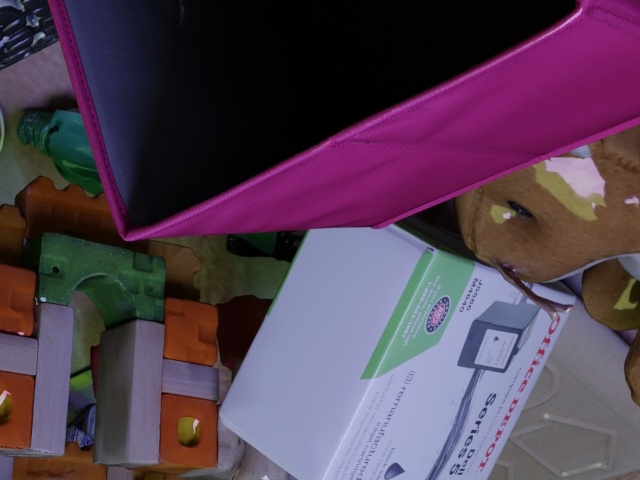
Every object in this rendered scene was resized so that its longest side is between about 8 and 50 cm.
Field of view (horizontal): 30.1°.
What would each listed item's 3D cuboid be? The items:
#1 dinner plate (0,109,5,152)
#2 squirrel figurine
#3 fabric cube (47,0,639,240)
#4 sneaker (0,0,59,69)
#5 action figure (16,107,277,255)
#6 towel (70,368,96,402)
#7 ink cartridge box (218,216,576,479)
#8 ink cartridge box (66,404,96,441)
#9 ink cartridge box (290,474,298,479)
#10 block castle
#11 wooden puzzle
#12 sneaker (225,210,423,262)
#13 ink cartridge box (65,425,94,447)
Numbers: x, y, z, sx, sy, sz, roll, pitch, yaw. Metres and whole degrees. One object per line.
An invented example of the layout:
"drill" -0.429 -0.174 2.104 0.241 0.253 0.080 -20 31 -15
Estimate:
"dinner plate" -0.334 -0.093 0.986 0.141 0.017 0.141 -11 130 -13
"squirrel figurine" 0.297 -0.067 0.836 0.370 0.281 0.397 26 124 -9
"fabric cube" 0.033 -0.159 0.628 0.259 0.254 0.258 -23 168 30
"sneaker" -0.245 -0.209 0.780 0.130 0.147 0.330 -30 170 -21
"action figure" -0.139 -0.066 0.987 0.232 0.063 0.137 15 139 0
"towel" -0.237 0.167 1.330 0.060 0.009 0.083 -25 132 33
"ink cartridge box" 0.074 0.091 0.968 0.115 0.198 0.273 30 -172 34
"ink cartridge box" -0.219 0.294 1.452 0.232 0.066 0.189 23 138 -26
"ink cartridge box" -0.109 0.276 1.306 0.191 0.139 0.082 -19 124 3
"block castle" -0.254 0.088 0.974 0.453 0.212 0.303 15 157 -38
"wooden puzzle" 0.173 0.176 1.252 0.348 0.080 0.322 -29 131 29
"sneaker" 0.000 0.000 1.044 0.178 0.077 0.072 -5 140 13
"ink cartridge box" -0.266 0.253 1.342 0.063 0.029 0.115 -19 134 26
